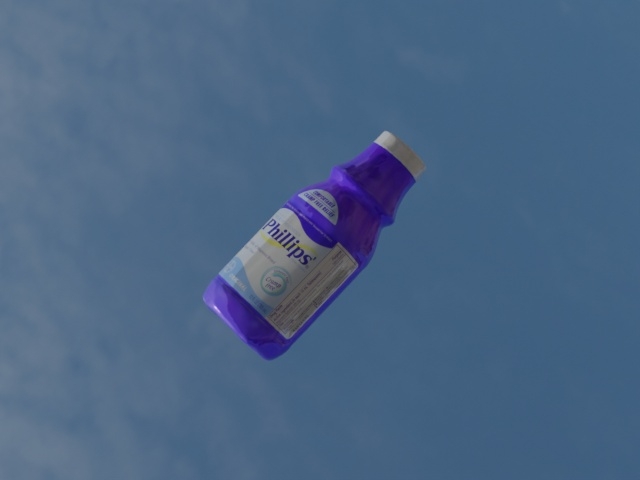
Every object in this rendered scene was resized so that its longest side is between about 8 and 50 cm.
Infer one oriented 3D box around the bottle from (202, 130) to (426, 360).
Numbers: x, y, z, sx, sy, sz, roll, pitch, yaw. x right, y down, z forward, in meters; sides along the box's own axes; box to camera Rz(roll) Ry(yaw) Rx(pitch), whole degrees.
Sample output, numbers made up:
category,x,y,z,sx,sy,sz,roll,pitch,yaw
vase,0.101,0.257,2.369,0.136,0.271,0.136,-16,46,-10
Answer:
category,x,y,z,sx,sy,sz,roll,pitch,yaw
bottle,0.000,0.000,1.471,0.283,0.092,0.118,-46,-129,-4
